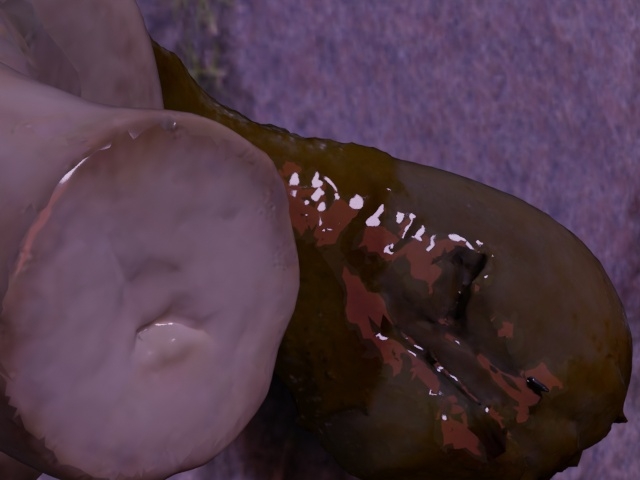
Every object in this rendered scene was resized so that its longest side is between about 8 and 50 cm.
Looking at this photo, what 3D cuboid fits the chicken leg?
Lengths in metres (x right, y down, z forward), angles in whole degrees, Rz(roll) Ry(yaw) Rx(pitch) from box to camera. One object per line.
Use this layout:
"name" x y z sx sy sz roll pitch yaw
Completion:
"chicken leg" 0.000 0.000 0.799 0.429 0.153 0.201 34 55 -25

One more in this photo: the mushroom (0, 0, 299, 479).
"mushroom" -0.172 -0.022 0.561 0.356 0.315 0.315 5 82 5
